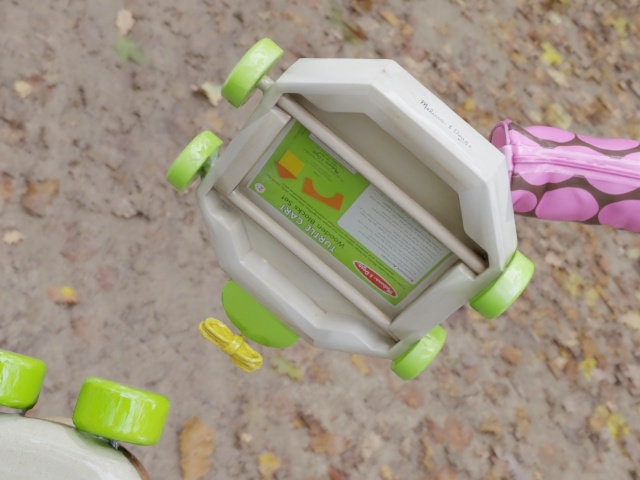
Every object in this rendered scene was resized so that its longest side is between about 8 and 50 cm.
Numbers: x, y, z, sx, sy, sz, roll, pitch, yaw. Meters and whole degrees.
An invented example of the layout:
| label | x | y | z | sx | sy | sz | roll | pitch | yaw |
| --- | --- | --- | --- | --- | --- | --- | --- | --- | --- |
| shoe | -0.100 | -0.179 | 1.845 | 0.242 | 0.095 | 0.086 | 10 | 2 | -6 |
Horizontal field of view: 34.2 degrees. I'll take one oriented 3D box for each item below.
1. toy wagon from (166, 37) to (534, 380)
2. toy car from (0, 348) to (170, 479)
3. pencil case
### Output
| label | x | y | z | sx | sy | sz | roll | pitch | yaw |
| --- | --- | --- | --- | --- | --- | --- | --- | --- | --- |
| toy wagon | 0.000 | 0.000 | 0.854 | 0.267 | 0.344 | 0.068 | 41 | 48 | -2 |
| toy car | -0.157 | 0.158 | 0.647 | 0.149 | 0.188 | 0.155 | 14 | 82 | 9 |
| pencil case | 0.241 | -0.050 | 0.861 | 0.210 | 0.095 | 0.098 | 6 | 6 | 3 |
